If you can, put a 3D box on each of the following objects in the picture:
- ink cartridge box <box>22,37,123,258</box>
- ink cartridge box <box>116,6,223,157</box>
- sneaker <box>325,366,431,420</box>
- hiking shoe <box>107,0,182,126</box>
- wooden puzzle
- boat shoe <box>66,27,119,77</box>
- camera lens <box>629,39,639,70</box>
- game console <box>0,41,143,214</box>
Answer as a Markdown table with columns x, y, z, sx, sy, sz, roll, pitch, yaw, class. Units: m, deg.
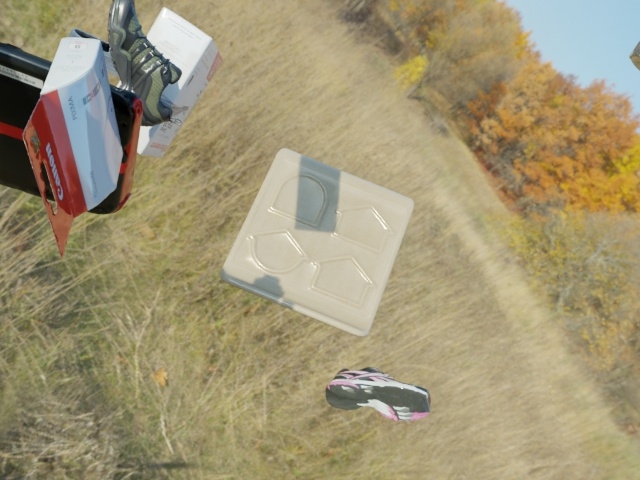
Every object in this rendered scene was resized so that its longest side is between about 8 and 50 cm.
| x | y | z | sx | sy | sz | roll | pitch | yaw | class |
| --- | --- | --- | --- | --- | --- | --- | --- | --- | --- |
| -0.305 | -0.122 | 0.664 | 0.189 | 0.066 | 0.232 | 99 | -20 | -43 | ink cartridge box |
| -0.345 | -0.328 | 1.127 | 0.117 | 0.282 | 0.207 | 32 | 4 | -8 | ink cartridge box |
| 0.103 | 0.252 | 0.893 | 0.077 | 0.179 | 0.071 | -59 | 156 | -63 | sneaker |
| -0.303 | -0.312 | 0.902 | 0.086 | 0.114 | 0.226 | -134 | -140 | -63 | hiking shoe |
| 0.000 | 0.000 | 1.101 | 0.322 | 0.080 | 0.347 | 22 | 66 | 1 | wooden puzzle |
| -0.482 | -0.427 | 1.181 | 0.184 | 0.063 | 0.066 | 19 | 39 | -32 | boat shoe |
| 0.758 | -0.406 | 0.945 | 0.220 | 0.274 | 0.219 | 29 | 22 | -13 | camera lens |
| -0.512 | -0.198 | 0.880 | 0.387 | 0.342 | 0.060 | 18 | 52 | -14 | game console |
